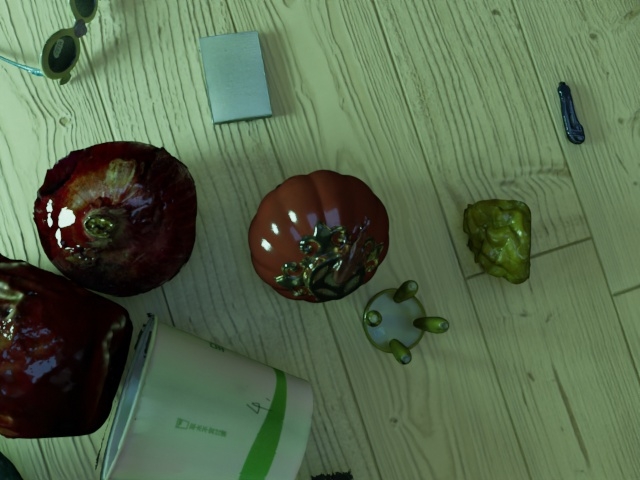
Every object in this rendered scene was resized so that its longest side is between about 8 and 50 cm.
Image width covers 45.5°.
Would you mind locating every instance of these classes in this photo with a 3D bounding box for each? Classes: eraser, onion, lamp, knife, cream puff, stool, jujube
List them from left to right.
[{"bbox_3d":[-0.442,0.137,1.083,0.377,0.258,0.258,26,81,13],"label":"jujube"},{"bbox_3d":[-0.304,-0.035,1.149,0.252,0.219,0.252,0,92,-2],"label":"onion"},{"bbox_3d":[-0.145,-0.274,1.291,0.104,0.023,0.150,-9,86,-9],"label":"eraser"},{"bbox_3d":[0.000,0.000,1.192,0.227,0.227,0.226,1,85,-8],"label":"lamp"},{"bbox_3d":[0.132,0.132,1.252,0.134,0.110,0.135,7,85,-8],"label":"stool"},{"bbox_3d":[0.298,0.001,1.286,0.116,0.146,0.146,3,84,12],"label":"cream puff"},{"bbox_3d":[0.451,-0.231,1.377,0.031,0.018,0.121,-11,86,-2],"label":"knife"}]

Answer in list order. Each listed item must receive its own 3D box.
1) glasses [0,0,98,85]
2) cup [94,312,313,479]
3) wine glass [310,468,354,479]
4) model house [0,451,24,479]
[{"bbox_3d":[-0.481,-0.373,1.218,0.221,0.088,0.189,19,83,-6],"label":"glasses"},{"bbox_3d":[-0.167,0.262,1.143,0.274,0.253,0.253,18,83,-15],"label":"cup"},{"bbox_3d":[0.012,0.526,1.186,0.143,0.143,0.321,-2,85,-9],"label":"wine glass"},{"bbox_3d":[-0.528,0.409,1.018,0.185,0.291,0.253,-20,114,-2],"label":"model house"}]
